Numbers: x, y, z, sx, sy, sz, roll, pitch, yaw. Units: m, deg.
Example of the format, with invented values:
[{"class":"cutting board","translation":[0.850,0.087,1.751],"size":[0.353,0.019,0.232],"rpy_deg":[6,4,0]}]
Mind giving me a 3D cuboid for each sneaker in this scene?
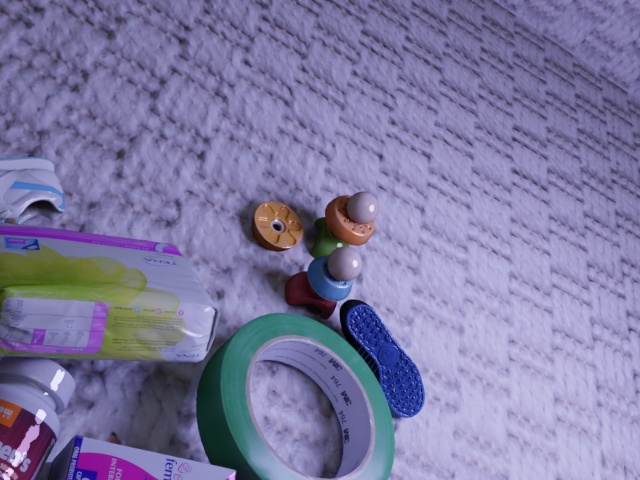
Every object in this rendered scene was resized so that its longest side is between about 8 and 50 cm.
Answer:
[{"class":"sneaker","translation":[0.108,0.202,1.280],"size":[0.081,0.090,0.232],"rpy_deg":[-29,101,-6]},{"class":"sneaker","translation":[-0.485,-0.060,1.049],"size":[0.228,0.087,0.092],"rpy_deg":[-15,71,-38]}]

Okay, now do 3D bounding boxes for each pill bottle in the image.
[{"class":"pill bottle","translation":[-0.391,0.251,0.869],"size":[0.121,0.121,0.221],"rpy_deg":[30,47,-14]}]

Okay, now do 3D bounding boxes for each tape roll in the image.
[{"class":"tape roll","translation":[-0.032,0.268,1.106],"size":[0.321,0.077,0.321],"rpy_deg":[26,42,-26]}]

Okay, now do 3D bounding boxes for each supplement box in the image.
[{"class":"supplement box","translation":[-0.232,0.340,0.925],"size":[0.220,0.114,0.111],"rpy_deg":[21,49,-24]}]

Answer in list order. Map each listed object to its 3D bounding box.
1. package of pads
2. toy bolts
[{"class":"package of pads","translation":[-0.309,0.071,0.997],"size":[0.296,0.101,0.229],"rpy_deg":[7,20,-30]},{"class":"toy bolts","translation":[0.000,0.000,1.290],"size":[0.218,0.158,0.229],"rpy_deg":[19,51,-23]}]
